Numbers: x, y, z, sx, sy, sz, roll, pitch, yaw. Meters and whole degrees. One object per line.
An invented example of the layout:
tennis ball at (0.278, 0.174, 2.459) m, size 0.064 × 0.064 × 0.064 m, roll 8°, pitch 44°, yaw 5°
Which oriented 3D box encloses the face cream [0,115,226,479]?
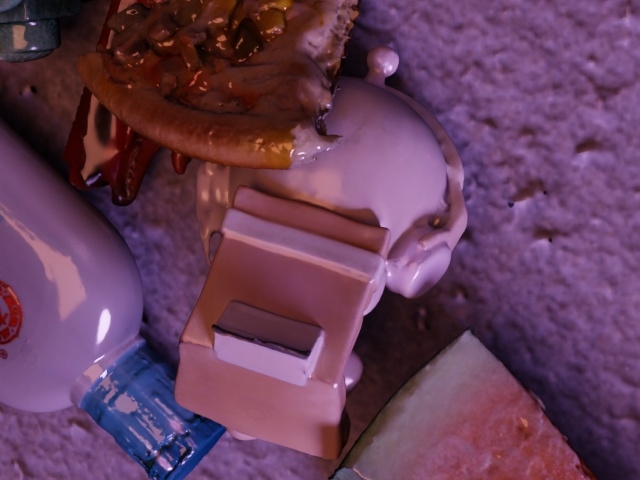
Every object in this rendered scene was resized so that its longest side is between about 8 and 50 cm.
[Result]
face cream at (-0.200, 0.028, 1.123) m, size 0.337 × 0.080 × 0.163 m, roll 44°, pitch 122°, yaw 7°

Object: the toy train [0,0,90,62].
toy train at (-0.226, -0.253, 1.066) m, size 0.177 × 0.116 × 0.285 m, roll 2°, pitch 104°, yaw 34°

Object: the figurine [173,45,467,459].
figurine at (0.000, -0.002, 0.998) m, size 0.162 × 0.141 × 0.236 m, roll 13°, pitch 64°, yaw 9°

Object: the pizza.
pizza at (-0.033, -0.127, 0.982) m, size 0.185 × 0.195 × 0.052 m, roll 24°, pitch 151°, yaw 31°

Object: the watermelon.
watermelon at (0.135, 0.188, 1.003) m, size 0.257 × 0.193 × 0.140 m, roll 41°, pitch 82°, yaw 12°

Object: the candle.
candle at (-0.096, -0.163, 1.056) m, size 0.084 × 0.059 × 0.301 m, roll 16°, pitch 107°, yaw 7°
